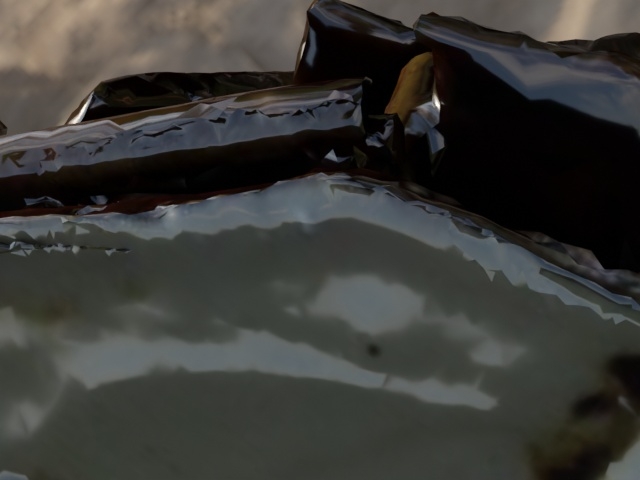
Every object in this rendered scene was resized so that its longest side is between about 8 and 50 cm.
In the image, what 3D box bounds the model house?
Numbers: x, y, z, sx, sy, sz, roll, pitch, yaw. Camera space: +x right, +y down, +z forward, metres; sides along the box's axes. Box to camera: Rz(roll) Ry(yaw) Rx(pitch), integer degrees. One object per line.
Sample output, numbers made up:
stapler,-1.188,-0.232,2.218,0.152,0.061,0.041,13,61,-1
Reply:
model house,0.000,0.000,0.695,0.317,0.297,0.282,-54,-1,35
